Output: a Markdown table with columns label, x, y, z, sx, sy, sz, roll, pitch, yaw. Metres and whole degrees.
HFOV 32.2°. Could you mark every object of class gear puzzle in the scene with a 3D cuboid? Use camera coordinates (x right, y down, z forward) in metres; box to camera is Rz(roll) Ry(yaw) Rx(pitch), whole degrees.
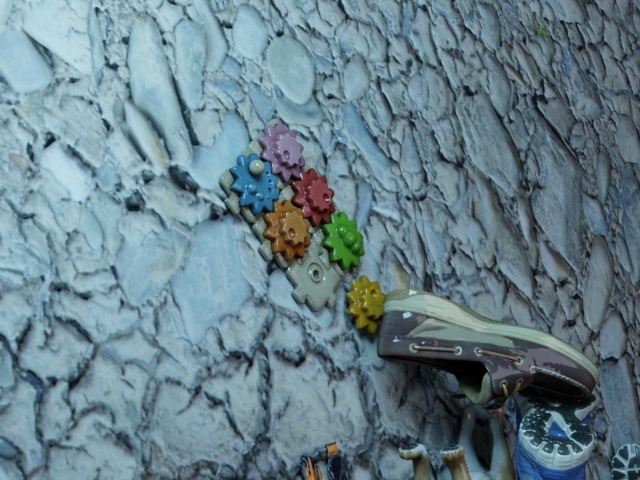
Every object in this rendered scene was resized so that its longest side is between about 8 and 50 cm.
| label | x | y | z | sx | sy | sz | roll | pitch | yaw |
| --- | --- | --- | --- | --- | --- | --- | --- | --- | --- |
| gear puzzle | 0.000 | 0.000 | 1.549 | 0.339 | 0.044 | 0.175 | 55 | 44 | -18 |

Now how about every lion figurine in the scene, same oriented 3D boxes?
| label | x | y | z | sx | sy | sz | roll | pitch | yaw |
| --- | --- | --- | --- | --- | --- | --- | --- | --- | --- |
| lion figurine | 0.213 | 0.374 | 1.580 | 0.392 | 0.142 | 0.240 | -23 | 101 | -52 |

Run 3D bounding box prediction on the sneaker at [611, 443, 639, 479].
| label | x | y | z | sx | sy | sz | roll | pitch | yaw |
| --- | --- | --- | --- | --- | --- | --- | --- | --- | --- |
| sneaker | 0.571 | 0.445 | 2.005 | 0.071 | 0.068 | 0.169 | -28 | 106 | -63 |

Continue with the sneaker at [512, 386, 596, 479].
| label | x | y | z | sx | sy | sz | roll | pitch | yaw |
| --- | --- | --- | --- | --- | --- | --- | --- | --- | --- |
| sneaker | 0.335 | 0.306 | 1.642 | 0.330 | 0.130 | 0.147 | -39 | 137 | -71 |

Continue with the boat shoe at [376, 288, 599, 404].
| label | x | y | z | sx | sy | sz | roll | pitch | yaw |
| --- | --- | --- | --- | --- | --- | --- | --- | --- | --- |
| boat shoe | 0.237 | 0.180 | 1.590 | 0.342 | 0.123 | 0.123 | 22 | 66 | -15 |

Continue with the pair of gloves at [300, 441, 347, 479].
| label | x | y | z | sx | sy | sz | roll | pitch | yaw |
| --- | --- | --- | --- | --- | --- | --- | --- | --- | --- |
| pair of gloves | 0.005 | 0.311 | 1.472 | 0.083 | 0.010 | 0.074 | -12 | 84 | -51 |
